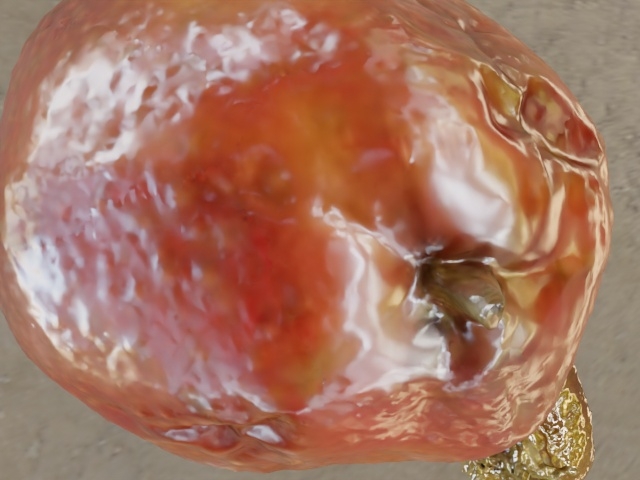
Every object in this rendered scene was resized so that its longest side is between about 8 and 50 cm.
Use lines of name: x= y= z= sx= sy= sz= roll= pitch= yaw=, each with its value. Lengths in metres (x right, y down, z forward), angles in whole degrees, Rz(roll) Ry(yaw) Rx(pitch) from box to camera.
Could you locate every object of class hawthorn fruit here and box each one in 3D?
hawthorn fruit: x=-0.004 y=-0.004 z=0.506 sx=0.179 sy=0.173 sz=0.173 roll=26 pitch=104 yaw=25

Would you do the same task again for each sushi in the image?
sushi: x=0.072 y=0.069 z=0.688 sx=0.061 sy=0.060 sz=0.118 roll=2 pitch=122 yaw=59
